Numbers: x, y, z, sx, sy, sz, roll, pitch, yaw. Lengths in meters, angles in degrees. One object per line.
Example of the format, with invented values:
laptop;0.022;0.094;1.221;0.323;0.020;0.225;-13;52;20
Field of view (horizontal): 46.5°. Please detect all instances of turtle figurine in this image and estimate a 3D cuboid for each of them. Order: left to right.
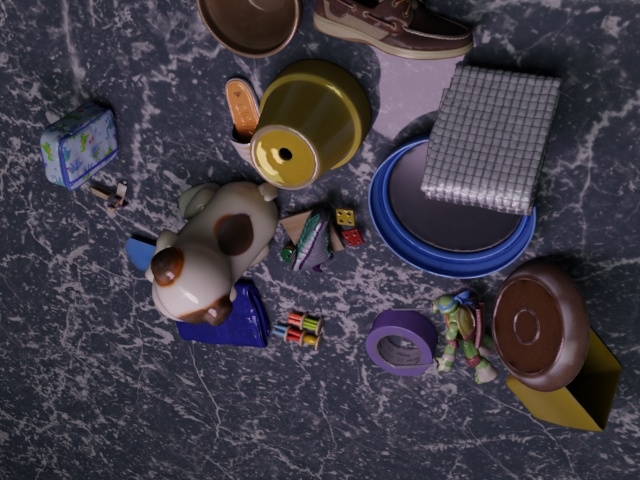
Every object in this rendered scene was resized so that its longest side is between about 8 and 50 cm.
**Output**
turtle figurine;0.329;0.254;1.928;0.275;0.198;0.266;-43;117;6

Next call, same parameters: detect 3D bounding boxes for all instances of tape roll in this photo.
tape roll;0.227;0.284;2.077;0.189;0.080;0.189;13;131;16

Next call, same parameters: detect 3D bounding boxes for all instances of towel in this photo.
towel;-0.311;0.215;2.278;0.308;0.076;0.227;1;119;24
towel;0.350;-0.204;1.527;0.235;0.283;0.121;12;171;23

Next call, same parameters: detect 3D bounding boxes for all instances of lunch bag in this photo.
lunch bag;-0.624;-0.245;1.949;0.090;0.219;0.176;21;131;16

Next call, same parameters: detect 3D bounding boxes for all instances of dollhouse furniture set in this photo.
dollhouse furniture set;-0.608;-0.146;2.123;0.114;0.091;0.081;26;117;7

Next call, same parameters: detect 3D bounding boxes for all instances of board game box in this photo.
board game box;-0.510;0.047;2.257;0.169;0.033;0.133;18;137;17

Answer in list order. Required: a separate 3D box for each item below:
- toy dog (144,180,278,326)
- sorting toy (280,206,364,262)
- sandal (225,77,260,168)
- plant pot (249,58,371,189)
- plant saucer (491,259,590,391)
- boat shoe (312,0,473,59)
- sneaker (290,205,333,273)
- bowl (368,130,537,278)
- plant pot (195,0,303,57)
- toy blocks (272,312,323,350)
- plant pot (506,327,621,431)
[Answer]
toy dog;-0.269;0.051;1.895;0.395;0.408;0.284;-21;116;36
sorting toy;-0.007;-0.029;1.956;0.274;0.046;0.132;-14;119;33
sandal;-0.183;-0.265;1.829;0.102;0.076;0.265;-4;124;27
plant pot;-0.038;-0.244;1.673;0.254;0.239;0.254;12;129;15
plant saucer;0.500;0.202;1.758;0.050;0.310;0.310;1;140;-28
boat shoe;0.146;-0.459;1.502;0.342;0.123;0.123;20;133;17
sneaker;0.000;0.000;1.910;0.098;0.083;0.223;13;137;-16
bowl;0.309;-0.084;1.750;0.391;0.077;0.391;12;130;15
plant pot;-0.138;-0.520;1.585;0.237;0.109;0.237;12;129;15
toy blocks;-0.070;0.259;2.209;0.148;0.054;0.123;14;131;14
plant pot;0.600;0.342;1.882;0.212;0.212;0.187;48;140;-16
